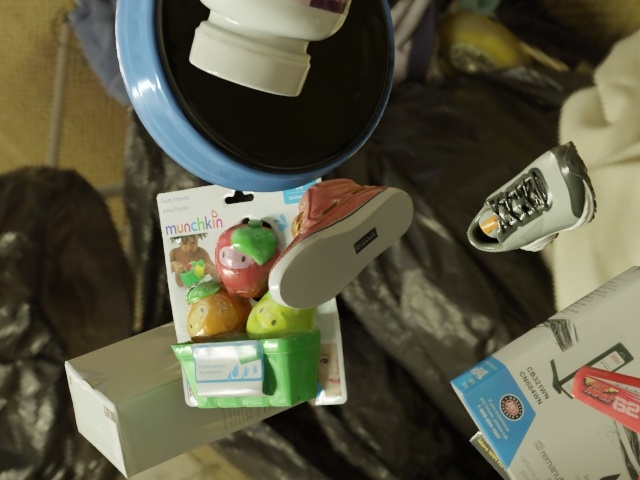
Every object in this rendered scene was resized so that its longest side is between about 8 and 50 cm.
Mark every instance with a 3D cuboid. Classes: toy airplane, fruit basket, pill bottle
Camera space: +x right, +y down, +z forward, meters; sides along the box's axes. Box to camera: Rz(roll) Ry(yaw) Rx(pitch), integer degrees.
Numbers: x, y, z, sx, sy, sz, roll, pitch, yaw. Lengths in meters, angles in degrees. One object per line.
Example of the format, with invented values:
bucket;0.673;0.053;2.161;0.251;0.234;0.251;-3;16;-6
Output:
toy airplane;0.239;0.146;0.834;0.151;0.151;0.028;22;152;32
fruit basket;-0.118;0.084;1.836;0.327;0.165;0.353;-6;97;34
pill bottle;-0.035;-0.310;1.226;0.169;0.301;0.169;17;-166;-4

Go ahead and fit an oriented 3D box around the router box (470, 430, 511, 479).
router box;0.396;0.325;1.710;0.309;0.081;0.243;47;134;16

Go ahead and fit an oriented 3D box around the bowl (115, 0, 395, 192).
bowl;-0.068;-0.257;1.518;0.391;0.391;0.077;50;153;-21

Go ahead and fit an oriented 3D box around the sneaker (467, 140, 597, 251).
sneaker;0.273;-0.042;1.545;0.271;0.108;0.100;121;132;-67

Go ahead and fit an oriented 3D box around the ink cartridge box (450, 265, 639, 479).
ink cartridge box;0.239;0.135;1.031;0.148;0.203;0.086;57;180;0

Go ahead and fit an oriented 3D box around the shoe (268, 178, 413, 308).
shoe;0.000;0.000;1.083;0.081;0.178;0.063;17;131;41

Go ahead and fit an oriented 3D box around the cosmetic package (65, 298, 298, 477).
cosmetic package;-0.234;0.251;2.132;0.217;0.385;0.156;27;131;53
